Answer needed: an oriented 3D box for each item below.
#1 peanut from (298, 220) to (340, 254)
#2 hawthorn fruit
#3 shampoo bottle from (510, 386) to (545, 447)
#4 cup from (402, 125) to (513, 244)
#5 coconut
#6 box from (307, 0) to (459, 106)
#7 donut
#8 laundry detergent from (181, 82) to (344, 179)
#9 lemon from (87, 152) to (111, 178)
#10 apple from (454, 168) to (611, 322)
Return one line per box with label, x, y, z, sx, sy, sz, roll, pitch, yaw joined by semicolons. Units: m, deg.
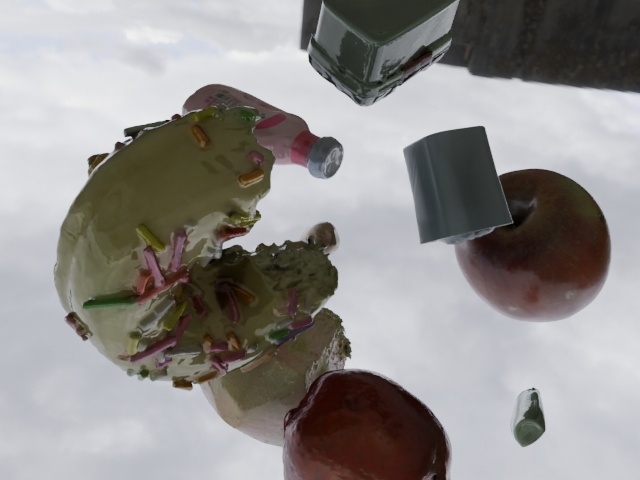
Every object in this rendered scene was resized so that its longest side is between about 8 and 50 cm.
peanut;0.000;0.000;1.359;0.076;0.076;0.152;-6;174;-19
hawthorn fruit;0.080;0.286;0.824;0.299;0.211;0.211;21;-146;39
shampoo bottle;0.407;0.340;1.275;0.049;0.072;0.212;45;-164;12
cup;0.156;-0.060;0.795;0.095;0.129;0.128;-11;177;-22
coconut;-0.078;0.197;1.031;0.233;0.233;0.245;15;-149;15
box;0.093;-0.306;0.944;0.210;0.129;0.148;-39;-109;-26
donut;-0.140;0.037;0.766;0.307;0.371;0.150;-34;-126;-5
laundry detergent;-0.107;-0.212;1.267;0.335;0.087;0.159;27;-134;26
lemon;-0.252;-0.048;0.961;0.244;0.186;0.187;38;-138;21
apple;0.480;0.015;1.486;0.349;0.277;0.348;-21;-130;27
